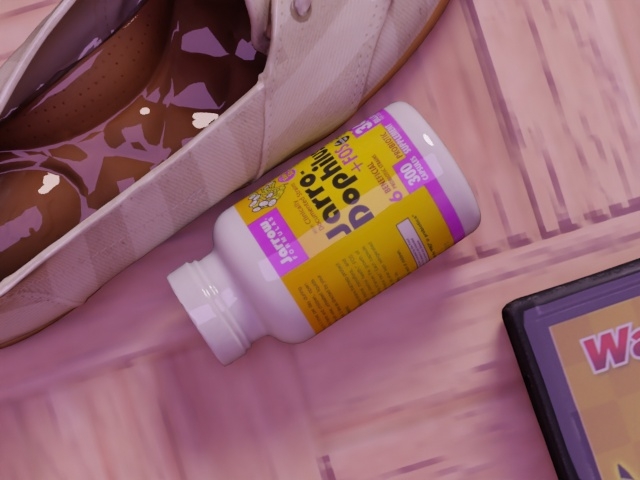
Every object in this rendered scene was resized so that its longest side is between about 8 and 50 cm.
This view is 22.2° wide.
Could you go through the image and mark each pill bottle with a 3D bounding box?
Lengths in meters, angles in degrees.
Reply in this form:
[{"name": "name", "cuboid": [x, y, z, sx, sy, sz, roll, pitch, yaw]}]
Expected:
[{"name": "pill bottle", "cuboid": [0.000, 0.000, 0.455, 0.083, 0.043, 0.043, -34, 86, -2]}]

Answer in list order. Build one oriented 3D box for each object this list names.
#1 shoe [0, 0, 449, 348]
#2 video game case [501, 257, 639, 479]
[{"name": "shoe", "cuboid": [-0.035, -0.047, 0.452, 0.219, 0.058, 0.076, -44, 87, -3]}, {"name": "video game case", "cuboid": [0.220, 0.091, 0.452, 0.274, 0.035, 0.248, -19, 86, 0]}]
